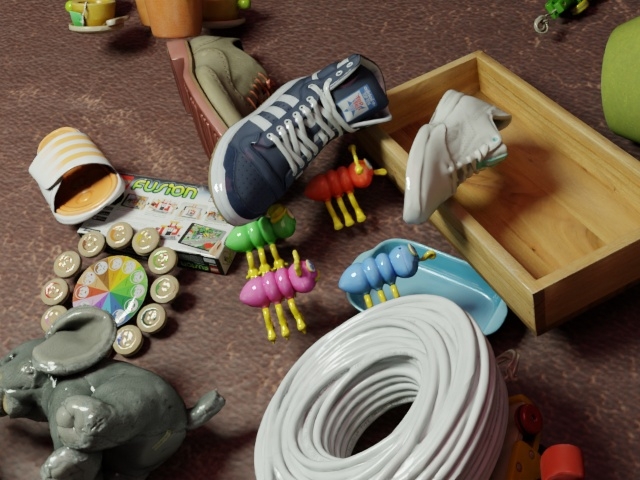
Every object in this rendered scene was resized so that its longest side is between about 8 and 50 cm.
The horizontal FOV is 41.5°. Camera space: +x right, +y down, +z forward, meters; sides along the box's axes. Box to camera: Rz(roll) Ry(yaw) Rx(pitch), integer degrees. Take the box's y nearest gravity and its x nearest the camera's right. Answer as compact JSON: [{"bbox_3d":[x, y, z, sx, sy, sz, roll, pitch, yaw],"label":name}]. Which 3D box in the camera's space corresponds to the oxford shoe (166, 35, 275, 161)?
[{"bbox_3d":[-0.120,-0.200,1.164,0.130,0.123,0.348,-18,44,-9],"label":"oxford shoe"}]

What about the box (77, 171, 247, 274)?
[{"bbox_3d":[-0.197,-0.025,1.094,0.206,0.036,0.114,10,52,20],"label":"box"}]

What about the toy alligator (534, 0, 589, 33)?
[{"bbox_3d":[0.361,-0.358,1.255,0.189,0.056,0.051,-43,12,-22],"label":"toy alligator"}]

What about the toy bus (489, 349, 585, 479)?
[{"bbox_3d":[0.166,0.228,0.749,0.202,0.104,0.191,-46,17,2],"label":"toy bus"}]

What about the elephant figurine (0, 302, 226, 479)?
[{"bbox_3d":[-0.261,0.151,0.872,0.239,0.186,0.169,40,101,37],"label":"elephant figurine"}]

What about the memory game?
[{"bbox_3d":[-0.256,0.059,1.023,0.186,0.012,0.186,-7,62,12],"label":"memory game"}]

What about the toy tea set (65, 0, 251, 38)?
[{"bbox_3d":[-0.289,-0.399,1.341,0.335,0.124,0.200,7,23,19],"label":"toy tea set"}]

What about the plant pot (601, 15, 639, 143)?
[{"bbox_3d":[0.486,-0.187,0.961,0.293,0.275,0.275,5,49,37],"label":"plant pot"}]

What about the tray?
[{"bbox_3d":[0.217,-0.079,0.996,0.202,0.076,0.411,-26,41,-10],"label":"tray"}]

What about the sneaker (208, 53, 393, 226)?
[{"bbox_3d":[-0.014,-0.129,0.998,0.153,0.099,0.282,-13,30,35],"label":"sneaker"}]

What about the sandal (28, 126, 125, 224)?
[{"bbox_3d":[-0.352,-0.109,1.148,0.102,0.076,0.265,-37,41,-9],"label":"sandal"}]

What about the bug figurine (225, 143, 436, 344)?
[{"bbox_3d":[0.000,0.000,0.968,0.216,0.072,0.279,-24,36,1],"label":"bug figurine"}]

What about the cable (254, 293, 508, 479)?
[{"bbox_3d":[0.054,0.169,0.773,0.257,0.089,0.257,-40,26,2],"label":"cable"}]

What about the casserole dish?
[{"bbox_3d":[0.118,0.066,0.947,0.188,0.037,0.114,22,57,27],"label":"casserole dish"}]

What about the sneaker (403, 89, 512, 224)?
[{"bbox_3d":[0.155,-0.093,0.927,0.094,0.080,0.212,16,49,17],"label":"sneaker"}]
